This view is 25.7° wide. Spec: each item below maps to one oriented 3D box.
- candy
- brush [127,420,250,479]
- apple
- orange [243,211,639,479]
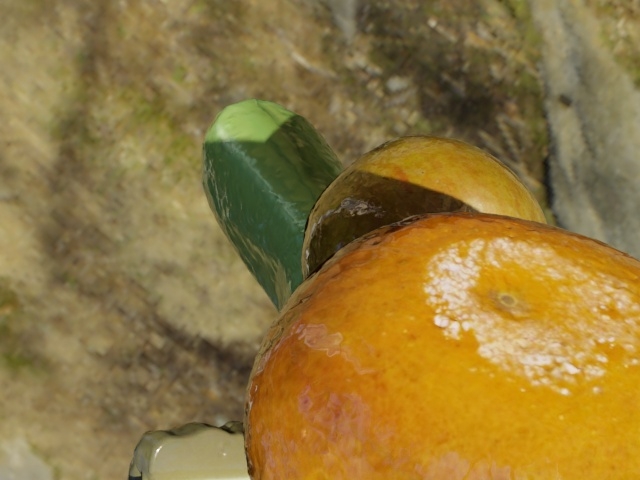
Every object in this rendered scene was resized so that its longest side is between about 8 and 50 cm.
[{"bbox_3d":[0.000,0.000,1.242,0.343,0.132,0.142,-126,37,-46],"label":"candy"},{"bbox_3d":[-0.134,0.163,0.895,0.301,0.084,0.071,0,143,-22],"label":"brush"},{"bbox_3d":[0.068,0.013,0.942,0.182,0.182,0.155,79,164,-52],"label":"apple"},{"bbox_3d":[0.077,0.089,0.619,0.224,0.224,0.170,25,130,19],"label":"orange"}]
